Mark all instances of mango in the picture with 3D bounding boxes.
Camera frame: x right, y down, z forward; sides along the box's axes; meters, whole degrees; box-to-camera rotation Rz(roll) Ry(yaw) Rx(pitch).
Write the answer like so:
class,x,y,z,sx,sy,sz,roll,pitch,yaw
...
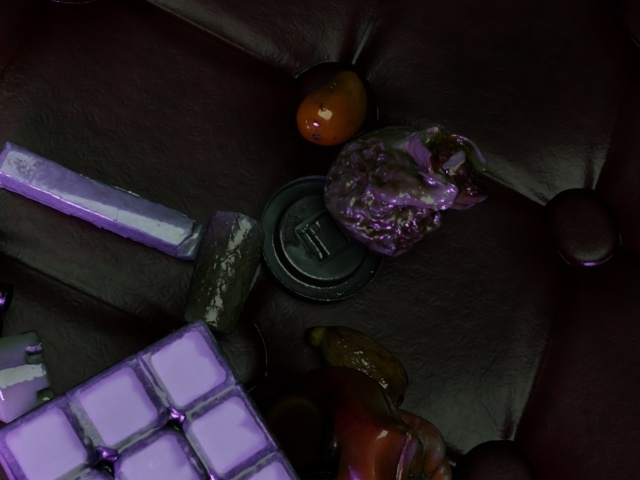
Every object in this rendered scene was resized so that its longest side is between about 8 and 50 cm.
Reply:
class,x,y,z,sx,sy,sz,roll,pitch,yaw
mango,0.030,-0.225,1.715,0.105,0.084,0.159,43,66,-6

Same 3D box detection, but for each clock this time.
class,x,y,z,sx,sy,sz,roll,pitch,yaw
clock,0.000,0.000,1.655,0.215,0.042,0.215,5,71,-14

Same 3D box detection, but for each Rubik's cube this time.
class,x,y,z,sx,sy,sz,roll,pitch,yaw
Rubik's cube,-0.226,0.323,1.342,0.305,0.301,0.303,-30,82,-23

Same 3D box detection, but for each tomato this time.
class,x,y,z,sx,sy,sz,roll,pitch,yaw
tomato,0.117,0.359,1.499,0.155,0.181,0.214,18,85,-40

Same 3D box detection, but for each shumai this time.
class,x,y,z,sx,sy,sz,roll,pitch,yaw
shumai,0.145,-0.104,1.606,0.189,0.218,0.256,47,44,-17

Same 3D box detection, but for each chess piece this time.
class,x,y,z,sx,sy,sz,roll,pitch,yaw
chess piece,-0.511,0.216,1.346,0.299,0.194,0.194,-16,78,-18

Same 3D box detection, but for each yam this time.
class,x,y,z,sx,sy,sz,roll,pitch,yaw
yam,-0.151,0.055,1.559,0.107,0.107,0.183,19,72,-9

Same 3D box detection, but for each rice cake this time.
class,x,y,z,sx,sy,sz,roll,pitch,yaw
rice cake,-0.339,-0.057,1.563,0.336,0.063,0.066,23,71,-8

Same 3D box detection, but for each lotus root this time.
class,x,y,z,sx,sy,sz,roll,pitch,yaw
lotus root,0.056,0.193,1.584,0.190,0.094,0.108,46,32,7

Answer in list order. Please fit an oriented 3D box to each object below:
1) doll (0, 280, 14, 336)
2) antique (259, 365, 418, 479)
class,x,y,z,sx,sy,sz,roll,pitch,yaw
doll,-0.573,0.083,1.421,0.257,0.117,0.182,16,74,-13
antique,0.008,0.288,1.440,0.129,0.278,0.223,18,88,-38
